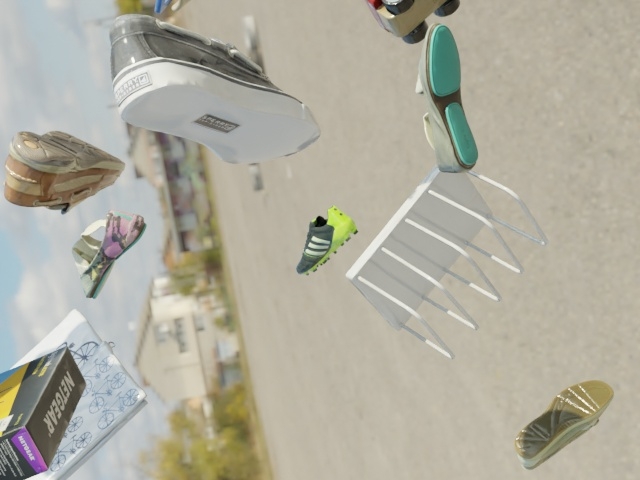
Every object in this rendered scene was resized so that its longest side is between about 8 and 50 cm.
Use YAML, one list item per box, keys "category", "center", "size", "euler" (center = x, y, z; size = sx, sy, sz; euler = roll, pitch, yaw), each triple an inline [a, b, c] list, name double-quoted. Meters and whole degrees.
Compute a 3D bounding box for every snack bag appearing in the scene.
- category: "snack bag"
  center: [-0.480, 0.292, 2.060]
  size: [0.342, 0.323, 0.037]
  euler: [43, 174, 49]

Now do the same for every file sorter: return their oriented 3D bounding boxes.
- category: "file sorter"
  center: [0.223, 0.035, 2.015]
  size: [0.173, 0.278, 0.193]
  euler: [33, 170, 43]

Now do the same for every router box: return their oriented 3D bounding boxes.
- category: "router box"
  center: [-0.277, 0.160, 0.988]
  size: [0.179, 0.133, 0.046]
  euler: [-97, -16, -75]

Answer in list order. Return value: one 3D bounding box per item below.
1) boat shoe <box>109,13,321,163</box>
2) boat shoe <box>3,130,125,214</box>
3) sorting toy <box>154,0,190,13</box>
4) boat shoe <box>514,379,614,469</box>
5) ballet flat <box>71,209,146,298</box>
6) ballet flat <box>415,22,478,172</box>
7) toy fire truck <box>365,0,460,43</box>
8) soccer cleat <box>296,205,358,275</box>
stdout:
- category: "boat shoe"
  center: [-0.103, -0.151, 1.178]
  size: [0.301, 0.108, 0.102]
  euler: [11, -122, -57]
- category: "boat shoe"
  center: [-0.430, -0.108, 1.952]
  size: [0.116, 0.123, 0.324]
  euler: [-65, -15, 9]
- category: "sorting toy"
  center: [-0.178, -0.498, 2.031]
  size: [0.348, 0.047, 0.196]
  euler: [-57, -7, -52]
- category: "boat shoe"
  center: [0.318, 0.239, 1.535]
  size: [0.056, 0.153, 0.048]
  euler: [39, 161, 41]
- category: "ballet flat"
  center: [-0.348, 0.014, 1.874]
  size: [0.221, 0.079, 0.077]
  euler: [-46, 17, 48]
- category: "ballet flat"
  center: [0.166, -0.196, 1.663]
  size: [0.068, 0.072, 0.213]
  euler: [-5, 101, 49]
- category: "toy fire truck"
  center: [0.151, -0.530, 2.237]
  size: [0.246, 0.217, 0.158]
  euler: [46, 177, 39]
- category: "soccer cleat"
  center: [0.000, 0.000, 2.132]
  size: [0.072, 0.060, 0.179]
  euler: [48, 135, 3]
